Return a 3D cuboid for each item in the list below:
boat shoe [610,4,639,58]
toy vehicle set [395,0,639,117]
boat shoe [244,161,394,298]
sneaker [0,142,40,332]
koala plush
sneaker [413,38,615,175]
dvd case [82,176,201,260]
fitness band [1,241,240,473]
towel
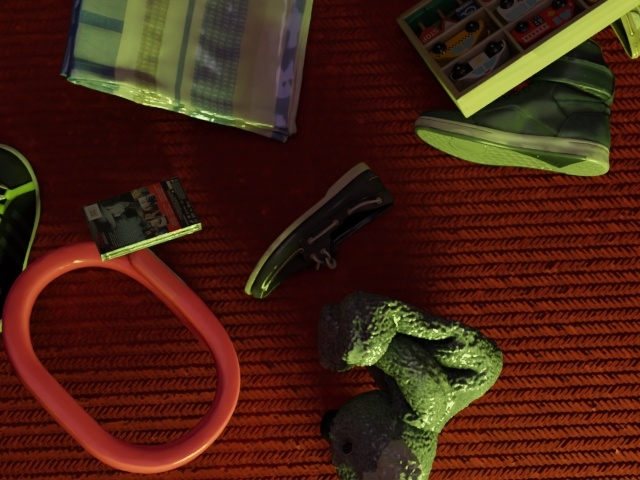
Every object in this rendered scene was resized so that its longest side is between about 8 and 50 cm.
[{"bbox_3d":[0.343,-0.287,1.418,0.048,0.056,0.153,-38,90,-8],"label":"boat shoe"},{"bbox_3d":[0.236,-0.272,1.370,0.266,0.035,0.166,-34,50,4],"label":"toy vehicle set"},{"bbox_3d":[0.000,0.000,1.377,0.065,0.075,0.206,44,81,10],"label":"boat shoe"},{"bbox_3d":[-0.376,-0.002,1.374,0.084,0.097,0.235,1,82,1],"label":"sneaker"},{"bbox_3d":[0.082,0.190,1.295,0.203,0.196,0.221,17,79,-6],"label":"koala plush"},{"bbox_3d":[0.230,-0.171,1.390,0.226,0.086,0.164,9,78,7],"label":"sneaker"},{"bbox_3d":[-0.208,-0.026,1.383,0.119,0.013,0.087,-18,49,-15],"label":"dvd case"},{"bbox_3d":[-0.225,0.127,1.352,0.291,0.054,0.209,44,72,6],"label":"fitness band"},{"bbox_3d":[-0.144,-0.245,1.375,0.285,0.034,0.209,13,81,-24],"label":"towel"}]
